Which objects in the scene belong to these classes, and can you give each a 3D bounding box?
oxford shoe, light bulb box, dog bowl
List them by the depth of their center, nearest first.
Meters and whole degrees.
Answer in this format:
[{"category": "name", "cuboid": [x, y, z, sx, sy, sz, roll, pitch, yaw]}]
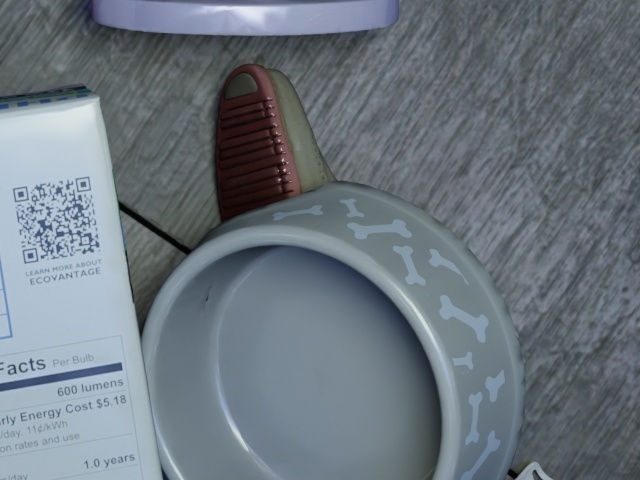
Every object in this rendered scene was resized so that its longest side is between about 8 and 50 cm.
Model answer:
[{"category": "light bulb box", "cuboid": [-0.324, 0.079, 1.499, 0.357, 0.225, 0.361, -9, 99, -9]}, {"category": "dog bowl", "cuboid": [-0.004, 0.126, 1.616, 0.348, 0.102, 0.349, 7, 107, 25]}, {"category": "oxford shoe", "cuboid": [0.000, 0.000, 1.733, 0.130, 0.123, 0.348, -19, 99, -32]}]

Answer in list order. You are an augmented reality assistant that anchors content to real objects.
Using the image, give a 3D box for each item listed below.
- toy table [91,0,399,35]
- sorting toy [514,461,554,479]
[{"category": "toy table", "cuboid": [-0.061, -0.271, 1.652, 0.274, 0.252, 0.161, -5, 107, -26]}, {"category": "sorting toy", "cuboid": [0.205, 0.255, 1.809, 0.083, 0.045, 0.075, 37, 74, -11]}]
